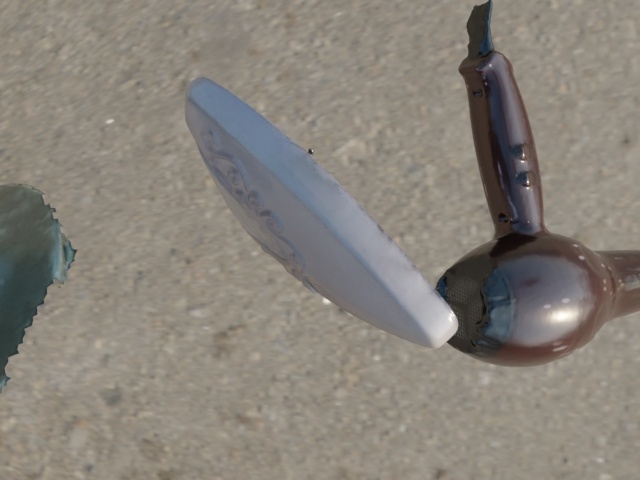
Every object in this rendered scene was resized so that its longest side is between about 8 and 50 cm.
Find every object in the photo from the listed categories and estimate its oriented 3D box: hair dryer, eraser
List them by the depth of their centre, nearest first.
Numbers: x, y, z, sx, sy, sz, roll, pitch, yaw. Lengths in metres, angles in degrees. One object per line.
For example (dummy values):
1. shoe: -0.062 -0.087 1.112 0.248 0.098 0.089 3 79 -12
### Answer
1. eraser: -0.001 0.001 1.152 0.059 0.204 0.243 -44 68 -10
2. hair dryer: 0.210 -0.062 1.466 0.313 0.123 0.340 -13 94 -44

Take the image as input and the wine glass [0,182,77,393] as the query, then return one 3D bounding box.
1. wine glass: -0.355 -0.006 1.056 0.323 0.238 0.238 30 75 -40
